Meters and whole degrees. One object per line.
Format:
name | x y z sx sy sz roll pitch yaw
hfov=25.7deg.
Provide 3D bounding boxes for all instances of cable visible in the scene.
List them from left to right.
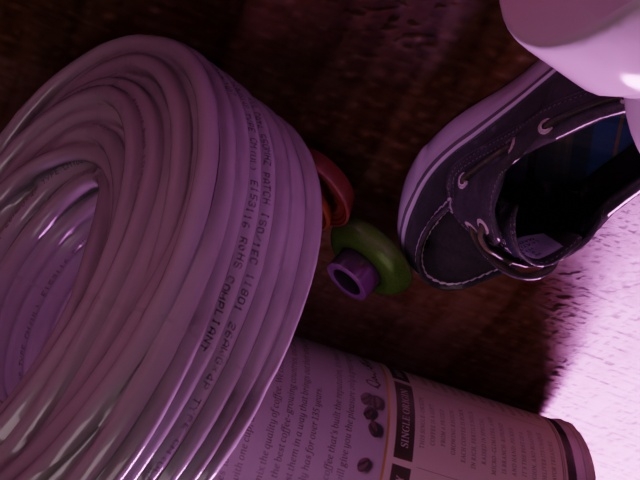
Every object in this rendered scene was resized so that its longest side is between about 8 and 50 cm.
cable | -0.106 0.033 0.626 0.089 0.257 0.257 31 165 -32

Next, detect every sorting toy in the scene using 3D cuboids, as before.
sorting toy | 0.000 0.000 0.717 0.061 0.042 0.102 6 137 55

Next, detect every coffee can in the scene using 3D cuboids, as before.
coffee can | -0.006 0.161 0.826 0.275 0.202 0.201 19 145 -10

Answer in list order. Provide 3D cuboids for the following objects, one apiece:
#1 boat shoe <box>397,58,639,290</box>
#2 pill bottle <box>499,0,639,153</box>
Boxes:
boat shoe | 0.103 -0.023 0.644 0.080 0.076 0.228 26 143 -19
pill bottle | 0.210 -0.057 0.492 0.278 0.162 0.162 28 142 -23
